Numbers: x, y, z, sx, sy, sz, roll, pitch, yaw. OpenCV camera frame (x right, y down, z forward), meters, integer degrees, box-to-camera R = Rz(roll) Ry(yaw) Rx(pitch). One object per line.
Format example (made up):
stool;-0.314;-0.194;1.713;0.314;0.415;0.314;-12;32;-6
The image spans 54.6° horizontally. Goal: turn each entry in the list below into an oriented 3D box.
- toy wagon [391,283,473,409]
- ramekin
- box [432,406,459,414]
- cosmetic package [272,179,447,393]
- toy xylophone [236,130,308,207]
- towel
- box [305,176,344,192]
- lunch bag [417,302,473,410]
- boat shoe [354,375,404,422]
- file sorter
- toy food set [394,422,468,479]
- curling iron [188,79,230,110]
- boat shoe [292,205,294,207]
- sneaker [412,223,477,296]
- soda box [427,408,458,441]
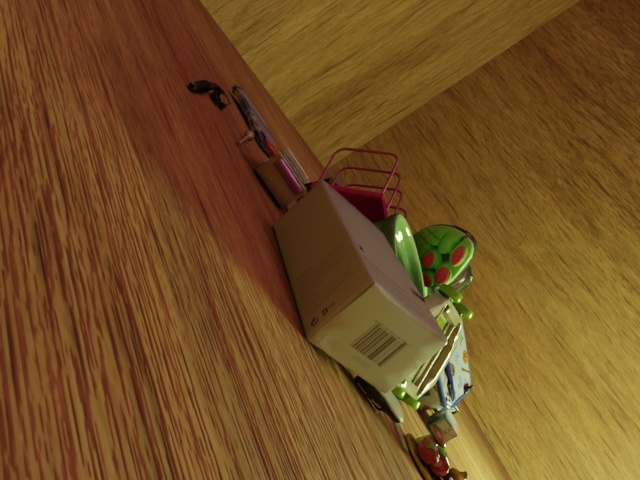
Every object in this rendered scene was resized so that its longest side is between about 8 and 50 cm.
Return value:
toy wagon;0.226;0.224;1.376;0.068;0.267;0.344;26;-12;34
ramekin;0.154;0.095;1.522;0.303;0.148;0.303;-12;90;-72
box;0.307;0.380;1.965;0.257;0.079;0.322;52;8;-21
cosmetic package;0.058;0.071;1.168;0.217;0.156;0.385;39;16;-31
toy xylophone;-0.112;-0.190;1.603;0.236;0.081;0.323;54;7;-17
towel;-0.192;-0.353;1.997;0.285;0.034;0.209;63;7;31
box;0.010;-0.131;1.944;0.136;0.036;0.225;42;-25;-26
lunch bag;0.319;0.311;1.694;0.243;0.115;0.303;-7;85;-60
boat shoe;0.109;0.290;1.139;0.125;0.038;0.046;53;18;-17
file sorter;0.125;-0.089;1.718;0.182;0.202;0.291;-61;150;-34
toy food set;0.233;0.431;1.227;0.218;0.071;0.128;55;7;-14
curling iron;-0.265;-0.357;1.480;0.068;0.035;0.274;56;7;-3
boat shoe;0.000;0.000;1.516;0.233;0.084;0.079;51;51;-41
sneaker;0.355;0.072;1.841;0.185;0.202;0.483;62;-18;17
soda box;0.332;0.498;1.673;0.063;0.058;0.183;59;6;12
